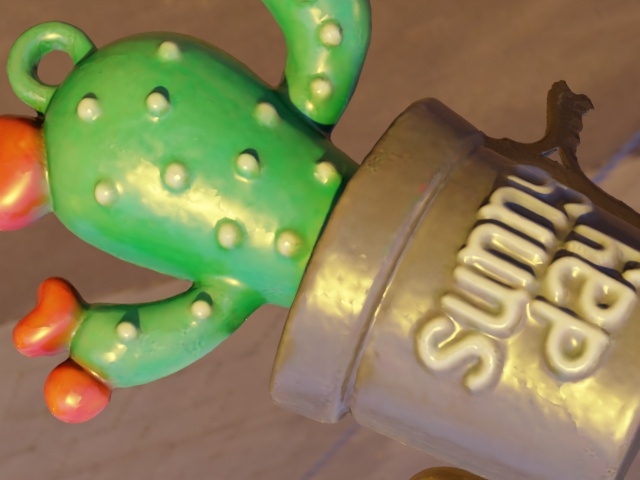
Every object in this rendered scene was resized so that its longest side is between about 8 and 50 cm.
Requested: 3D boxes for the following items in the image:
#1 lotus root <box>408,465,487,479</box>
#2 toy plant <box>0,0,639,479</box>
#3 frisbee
[{"bbox_3d":[0.105,0.196,1.344,0.062,0.073,0.150,-13,-157,-41],"label":"lotus root"},{"bbox_3d":[0.005,-0.012,1.061,0.279,0.400,0.185,-68,168,17],"label":"toy plant"},{"bbox_3d":[0.194,-0.079,1.636,0.211,0.187,0.012,23,130,-6],"label":"frisbee"}]
